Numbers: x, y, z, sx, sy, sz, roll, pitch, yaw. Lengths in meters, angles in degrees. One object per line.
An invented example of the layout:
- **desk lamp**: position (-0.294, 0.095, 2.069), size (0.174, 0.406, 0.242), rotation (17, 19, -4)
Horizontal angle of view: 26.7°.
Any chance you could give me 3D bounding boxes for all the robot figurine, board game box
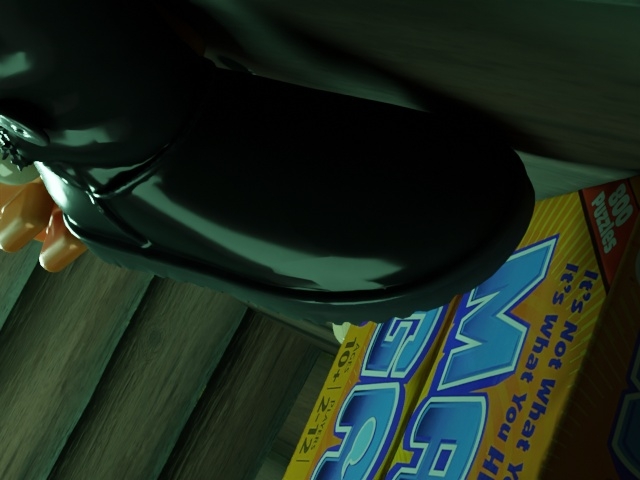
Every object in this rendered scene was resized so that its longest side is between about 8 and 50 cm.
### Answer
- **robot figurine**: position (-0.222, -0.084, 1.203), size (0.158, 0.219, 0.128), rotation (6, 147, 8)
- **board game box**: position (0.195, 0.217, 0.916), size (0.356, 0.356, 0.356), rotation (30, 162, -17)

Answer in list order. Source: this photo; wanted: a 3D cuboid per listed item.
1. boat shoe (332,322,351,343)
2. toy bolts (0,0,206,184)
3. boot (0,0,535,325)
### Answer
- **boat shoe**: position (0.108, 0.138, 1.920), size (0.092, 0.103, 0.285), rotation (-3, -166, -23)
- **toy bolts**: position (-0.226, -0.131, 1.005), size (0.218, 0.158, 0.228), rotation (20, 169, 48)
- **boot**: position (-0.114, -0.128, 0.767), size (0.367, 0.146, 0.445), rotation (1, 147, 30)
